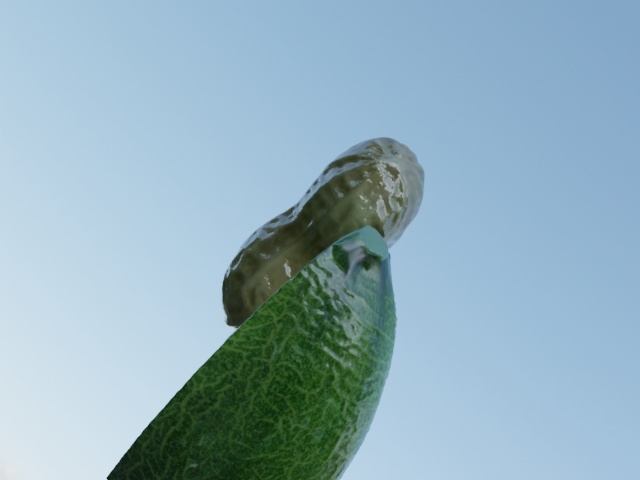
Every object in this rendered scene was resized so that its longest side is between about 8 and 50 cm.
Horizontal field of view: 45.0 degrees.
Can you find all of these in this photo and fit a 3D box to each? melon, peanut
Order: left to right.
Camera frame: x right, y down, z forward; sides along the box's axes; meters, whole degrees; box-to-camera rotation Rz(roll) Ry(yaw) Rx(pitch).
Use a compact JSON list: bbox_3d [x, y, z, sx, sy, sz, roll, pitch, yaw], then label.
[{"bbox_3d":[-0.035,0.133,0.725,0.196,0.323,0.124,30,11,-22],"label":"melon"},{"bbox_3d":[0.000,0.000,0.903,0.120,0.298,0.136,48,6,-6],"label":"peanut"}]
